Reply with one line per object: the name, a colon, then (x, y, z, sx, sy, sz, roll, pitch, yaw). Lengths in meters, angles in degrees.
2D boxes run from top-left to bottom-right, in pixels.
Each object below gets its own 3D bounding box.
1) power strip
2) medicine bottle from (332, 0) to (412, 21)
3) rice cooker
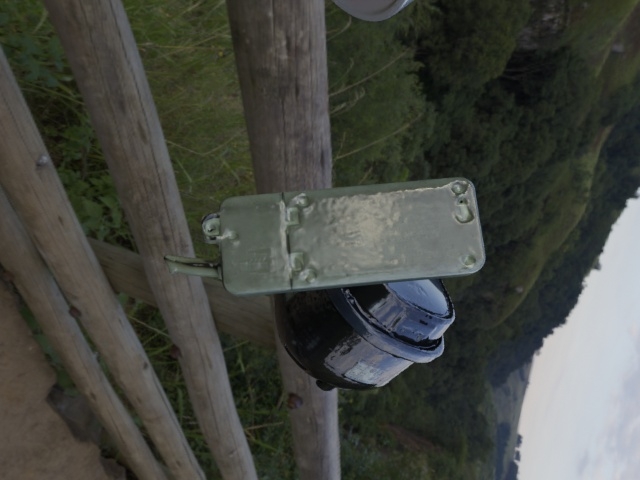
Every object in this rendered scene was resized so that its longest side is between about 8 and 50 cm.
power strip: (0.000, 0.000, 0.426, 0.053, 0.288, 0.093, 78, 7, -82)
medicine bottle: (0.120, -0.285, 0.330, 0.296, 0.161, 0.111, -45, -176, -18)
rice cooker: (0.058, 0.101, 0.723, 0.224, 0.267, 0.267, -45, 167, 24)
